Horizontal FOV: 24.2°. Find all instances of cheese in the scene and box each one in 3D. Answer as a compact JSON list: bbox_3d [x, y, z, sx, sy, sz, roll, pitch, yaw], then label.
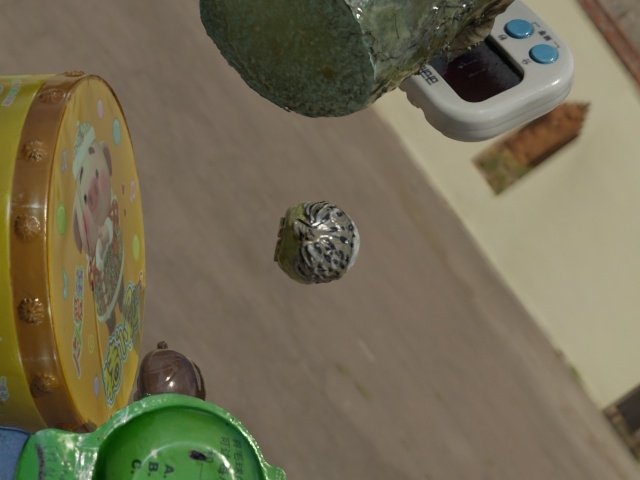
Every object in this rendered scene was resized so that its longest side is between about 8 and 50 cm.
[{"bbox_3d":[-0.192,0.250,1.509,0.083,0.320,0.204,145,-48,-74],"label":"cheese"}]

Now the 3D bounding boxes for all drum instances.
[{"bbox_3d":[-0.344,0.021,1.666,0.431,0.214,0.431,-2,90,-84],"label":"drum"}]

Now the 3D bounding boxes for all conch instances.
[{"bbox_3d":[0.220,-0.353,2.115,0.130,0.207,0.155,15,33,3],"label":"conch"}]

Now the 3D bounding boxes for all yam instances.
[{"bbox_3d":[0.060,-0.310,1.790,0.241,0.348,0.241,34,-37,30],"label":"yam"}]

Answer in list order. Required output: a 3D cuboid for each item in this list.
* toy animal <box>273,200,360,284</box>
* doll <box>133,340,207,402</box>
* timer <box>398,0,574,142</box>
[{"bbox_3d":[0.000,0.000,1.637,0.098,0.098,0.137,54,-11,4],"label":"toy animal"},{"bbox_3d":[-0.207,0.229,2.018,0.145,0.096,0.188,61,23,-47],"label":"doll"},{"bbox_3d":[0.230,-0.260,2.200,0.262,0.237,0.087,53,-17,37],"label":"timer"}]
